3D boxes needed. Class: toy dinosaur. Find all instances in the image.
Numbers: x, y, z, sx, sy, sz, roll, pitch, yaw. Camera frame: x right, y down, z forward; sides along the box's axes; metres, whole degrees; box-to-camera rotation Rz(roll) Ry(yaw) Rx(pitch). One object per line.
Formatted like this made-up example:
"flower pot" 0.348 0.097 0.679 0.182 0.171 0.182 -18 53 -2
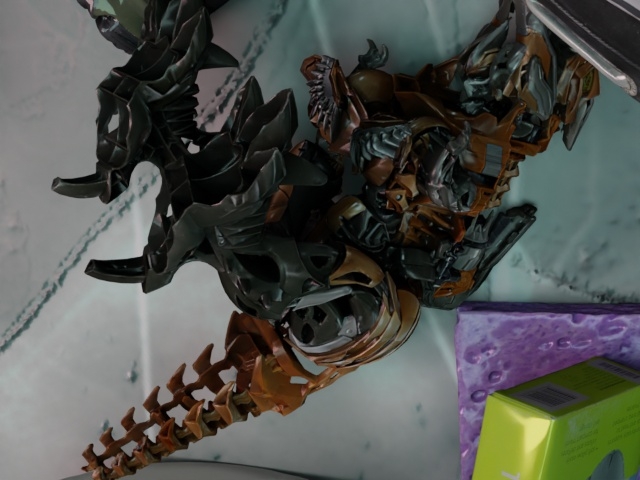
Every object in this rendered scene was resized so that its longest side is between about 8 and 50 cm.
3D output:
"toy dinosaur" 0.000 0.000 0.653 0.218 0.164 0.322 36 79 -39

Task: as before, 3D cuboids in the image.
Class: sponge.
"sponge" 0.136 0.136 0.740 0.117 0.031 0.210 -1 103 8

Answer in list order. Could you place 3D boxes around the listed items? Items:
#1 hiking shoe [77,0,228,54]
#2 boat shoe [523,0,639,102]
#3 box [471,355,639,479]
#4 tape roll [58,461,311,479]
"hiking shoe" -0.100 -0.214 0.666 0.114 0.086 0.227 -23 109 5
"boat shoe" 0.085 -0.173 0.596 0.113 0.105 0.306 -32 61 -22
"box" 0.112 0.155 0.674 0.042 0.109 0.178 20 108 37
"tape roll" -0.069 0.242 0.689 0.246 0.246 0.169 6 106 7
